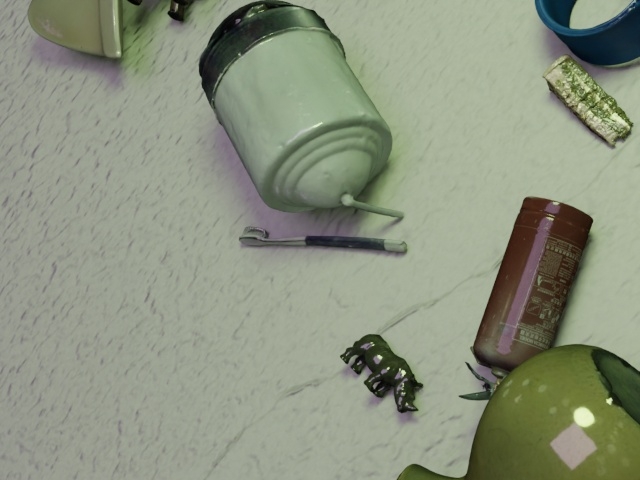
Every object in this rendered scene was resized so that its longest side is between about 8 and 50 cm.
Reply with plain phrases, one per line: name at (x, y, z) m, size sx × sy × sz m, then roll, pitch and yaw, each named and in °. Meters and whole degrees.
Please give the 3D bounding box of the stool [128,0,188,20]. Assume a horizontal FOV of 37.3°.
stool at (-0.246, -0.473, 1.641) m, size 0.228 × 0.153 × 0.139 m, roll 10°, pitch 79°, yaw 32°

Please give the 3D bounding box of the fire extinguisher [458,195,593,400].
fire extinguisher at (0.253, 0.082, 1.197) m, size 0.105 × 0.105 × 0.268 m, roll 17°, pitch 84°, yaw 33°

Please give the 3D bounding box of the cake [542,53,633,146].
cake at (0.360, -0.185, 1.273) m, size 0.051 × 0.055 × 0.140 m, roll -41°, pitch 76°, yaw 10°

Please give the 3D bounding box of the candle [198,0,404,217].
candle at (-0.027, -0.173, 1.376) m, size 0.221 × 0.221 × 0.342 m, roll -37°, pitch 59°, yaw 15°

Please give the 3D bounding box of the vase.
vase at (0.286, 0.306, 1.056) m, size 0.329 × 0.241 × 0.302 m, roll 45°, pitch 112°, yaw 7°

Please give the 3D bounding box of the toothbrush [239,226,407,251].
toothbrush at (0.000, 0.000, 1.420) m, size 0.288 × 0.024 × 0.026 m, roll 3°, pitch 61°, yaw 32°

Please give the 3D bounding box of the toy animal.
toy animal at (0.090, 0.183, 1.291) m, size 0.065 × 0.047 × 0.135 m, roll -44°, pitch 52°, yaw 1°

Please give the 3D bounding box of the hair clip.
hair clip at (-0.421, -0.411, 1.732) m, size 0.282 × 0.113 × 0.172 m, roll 6°, pitch 100°, yaw 38°

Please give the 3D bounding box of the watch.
watch at (0.386, -0.341, 1.241) m, size 0.200 × 0.171 × 0.196 m, roll -17°, pitch 53°, yaw 37°
